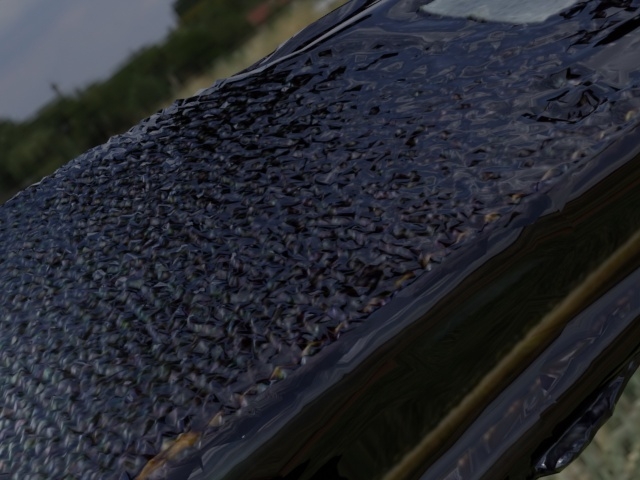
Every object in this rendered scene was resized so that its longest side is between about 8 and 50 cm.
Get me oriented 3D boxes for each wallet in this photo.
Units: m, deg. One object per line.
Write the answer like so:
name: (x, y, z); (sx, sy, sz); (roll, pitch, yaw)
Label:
wallet: (0.000, 0.000, 0.434); (0.262, 0.071, 0.221); (-38, 18, -16)
